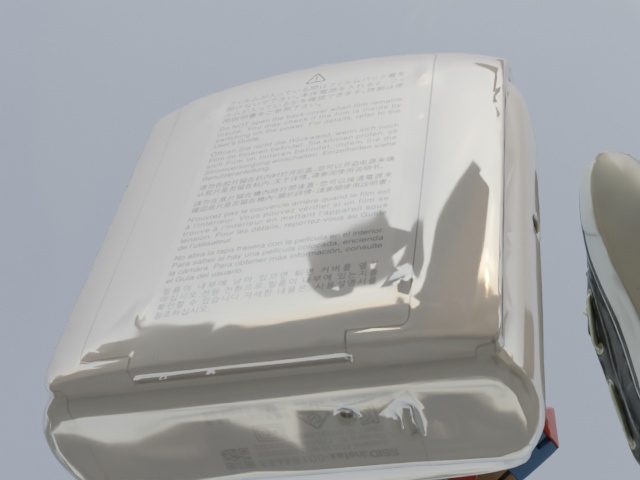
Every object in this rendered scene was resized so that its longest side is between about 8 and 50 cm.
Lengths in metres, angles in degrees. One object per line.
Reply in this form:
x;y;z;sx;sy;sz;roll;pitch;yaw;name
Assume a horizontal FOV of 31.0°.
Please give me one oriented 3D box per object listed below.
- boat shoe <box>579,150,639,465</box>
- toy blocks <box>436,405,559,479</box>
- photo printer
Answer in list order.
0.207;0.046;0.774;0.078;0.070;0.219;4;-117;-25;boat shoe
0.046;0.157;1.036;0.261;0.191;0.381;-42;-80;-2;toy blocks
0.000;0.000;0.675;0.256;0.307;0.107;-8;-53;15;photo printer
